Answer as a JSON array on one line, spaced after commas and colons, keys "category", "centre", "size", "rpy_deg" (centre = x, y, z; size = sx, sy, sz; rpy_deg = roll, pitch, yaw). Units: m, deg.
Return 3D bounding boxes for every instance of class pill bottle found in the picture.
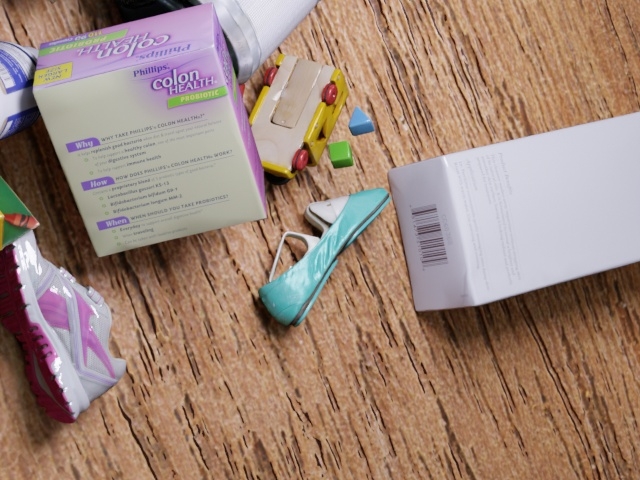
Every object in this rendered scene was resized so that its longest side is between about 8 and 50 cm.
[{"category": "pill bottle", "centre": [-0.381, -0.172, 1.743], "size": [0.112, 0.112, 0.186], "rpy_deg": [66, 19, -7]}]

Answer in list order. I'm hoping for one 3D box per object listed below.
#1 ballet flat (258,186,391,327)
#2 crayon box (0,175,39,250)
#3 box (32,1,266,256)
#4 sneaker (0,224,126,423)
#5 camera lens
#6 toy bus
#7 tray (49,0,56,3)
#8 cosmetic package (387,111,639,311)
[{"category": "ballet flat", "centre": [0.000, 0.000, 1.994], "size": [0.087, 0.083, 0.247], "rpy_deg": [39, 66, -4]}, {"category": "crayon box", "centre": [-0.500, -0.028, 1.680], "size": [0.318, 0.081, 0.202], "rpy_deg": [-34, 72, -28]}, {"category": "box", "centre": [-0.196, -0.129, 1.773], "size": [0.213, 0.117, 0.243], "rpy_deg": [-13, 125, 4]}, {"category": "sneaker", "centre": [-0.317, 0.086, 1.808], "size": [0.111, 0.103, 0.252], "rpy_deg": [-27, 102, -34]}, {"category": "camera lens", "centre": [-0.109, -0.344, 1.889], "size": [0.219, 0.219, 0.274], "rpy_deg": [47, 66, -16]}, {"category": "toy bus", "centre": [-0.038, -0.140, 1.973], "size": [0.202, 0.104, 0.191], "rpy_deg": [-24, 64, 2]}, {"category": "tray", "centre": [-0.383, -0.504, 1.799], "size": [0.411, 0.076, 0.203], "rpy_deg": [51, 38, -13]}, {"category": "cosmetic package", "centre": [0.309, -0.044, 2.122], "size": [0.385, 0.156, 0.217], "rpy_deg": [-11, 90, -30]}]
